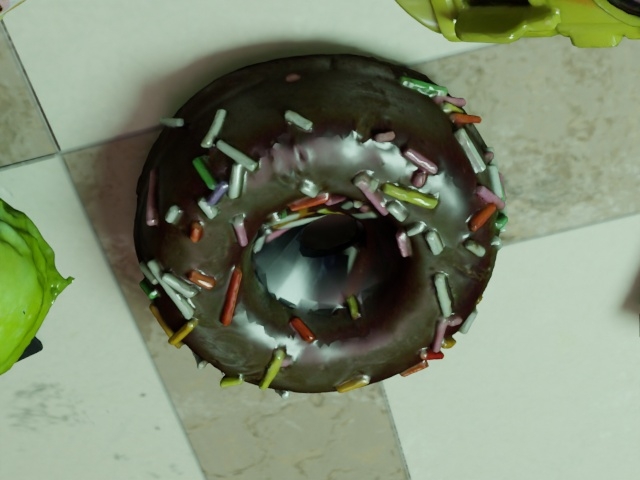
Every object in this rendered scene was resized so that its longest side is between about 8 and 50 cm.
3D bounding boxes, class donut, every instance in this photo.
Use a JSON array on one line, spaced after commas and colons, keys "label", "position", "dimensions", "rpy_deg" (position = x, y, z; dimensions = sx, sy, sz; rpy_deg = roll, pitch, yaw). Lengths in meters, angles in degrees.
[{"label": "donut", "position": [0.000, 0.000, 0.798], "dimensions": [0.270, 0.103, 0.269], "rpy_deg": [-3, 124, -4]}]

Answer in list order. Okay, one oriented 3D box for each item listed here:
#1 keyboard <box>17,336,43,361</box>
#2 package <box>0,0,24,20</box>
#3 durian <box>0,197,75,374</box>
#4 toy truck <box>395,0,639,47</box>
[{"label": "keyboard", "position": [-0.267, 0.039, 0.857], "dimensions": [0.053, 0.010, 0.155], "rpy_deg": [-26, 124, 12]}, {"label": "package", "position": [-0.210, -0.176, 0.694], "dimensions": [0.121, 0.031, 0.108], "rpy_deg": [-33, 123, 19]}, {"label": "durian", "position": [-0.335, 0.030, 0.716], "dimensions": [0.340, 0.204, 0.256], "rpy_deg": [19, 136, -12]}, {"label": "toy truck", "position": [0.077, -0.283, 0.536], "dimensions": [0.254, 0.180, 0.405], "rpy_deg": [2, 135, 31]}]
